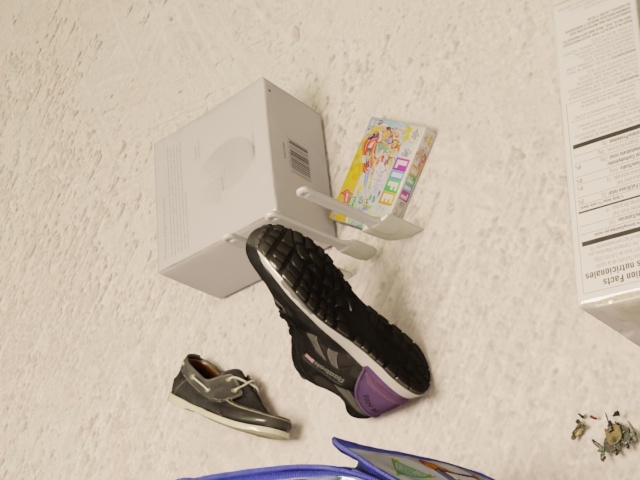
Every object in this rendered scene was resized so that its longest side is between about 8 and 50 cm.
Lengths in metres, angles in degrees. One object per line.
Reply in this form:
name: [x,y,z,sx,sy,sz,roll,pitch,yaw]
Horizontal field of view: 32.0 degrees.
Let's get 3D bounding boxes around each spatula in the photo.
spatula: [0.000,0.000,1.390,0.168,0.242,0.019,-29,62,28]

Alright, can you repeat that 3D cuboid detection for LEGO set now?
LEGO set: [0.305,0.205,1.182,0.054,0.023,0.083,-58,32,2]

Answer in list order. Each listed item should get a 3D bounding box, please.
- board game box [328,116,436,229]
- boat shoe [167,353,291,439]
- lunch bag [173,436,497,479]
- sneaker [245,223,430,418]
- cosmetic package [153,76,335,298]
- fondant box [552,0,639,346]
board game box: [0.083,-0.086,1.507,0.103,0.026,0.154,17,83,44]
boat shoe: [-0.122,0.213,1.513,0.233,0.084,0.079,15,82,48]
lunch bag: [0.068,0.334,1.118,0.385,0.328,0.239,-17,62,38]
sneaker: [-0.007,0.111,1.335,0.124,0.283,0.107,-36,14,31]
cosmetic package: [-0.113,-0.069,1.597,0.225,0.138,0.224,-25,56,30]
fondant box: [0.336,-0.060,1.118,0.096,0.238,0.330,-16,61,35]
